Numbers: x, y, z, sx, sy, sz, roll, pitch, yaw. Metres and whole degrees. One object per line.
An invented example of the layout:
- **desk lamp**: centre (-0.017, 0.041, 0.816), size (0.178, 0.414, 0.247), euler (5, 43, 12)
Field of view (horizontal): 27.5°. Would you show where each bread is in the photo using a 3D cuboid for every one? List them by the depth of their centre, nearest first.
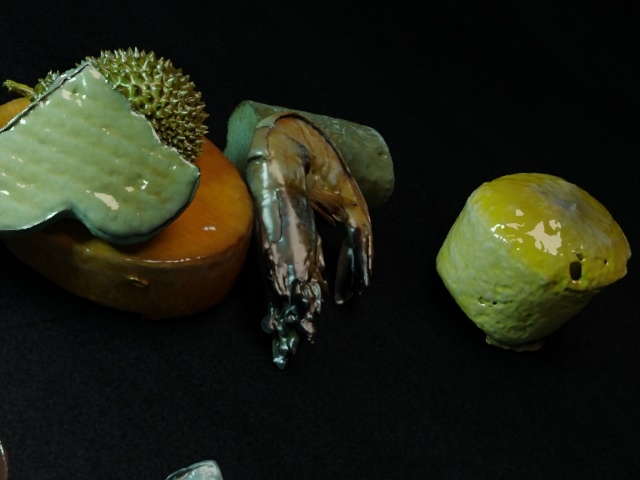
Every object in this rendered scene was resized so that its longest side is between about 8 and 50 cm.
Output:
- **bread**: centre (-0.227, -0.080, 1.201), size (0.232, 0.064, 0.172), euler (-1, 81, -8)
- **bread**: centre (0.241, 0.017, 1.503), size (0.197, 0.170, 0.197), euler (22, 34, -16)

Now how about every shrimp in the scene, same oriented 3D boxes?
- **shrimp**: centre (-0.006, 0.003, 1.387), size (0.178, 0.075, 0.289), euler (18, 51, -42)

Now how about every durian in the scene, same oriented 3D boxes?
- **durian**: centre (-0.210, -0.148, 1.304), size (0.208, 0.102, 0.146), euler (10, 41, -2)

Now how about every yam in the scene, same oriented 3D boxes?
- **yam**: centre (-0.011, -0.094, 1.513), size (0.194, 0.107, 0.107), euler (7, 41, -30)

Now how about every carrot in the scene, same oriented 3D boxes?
- **carrot**: centre (-0.215, -0.043, 1.324), size (0.307, 0.100, 0.258), euler (28, 35, 10)

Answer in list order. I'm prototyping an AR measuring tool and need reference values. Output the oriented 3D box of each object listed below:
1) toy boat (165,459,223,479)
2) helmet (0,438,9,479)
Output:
- **toy boat**: centre (-0.092, 0.295, 0.917), size (0.206, 0.096, 0.282), euler (-11, 66, -9)
- **helmet**: centre (-0.318, 0.186, 0.932), size (0.175, 0.106, 0.155), euler (25, 32, 2)
